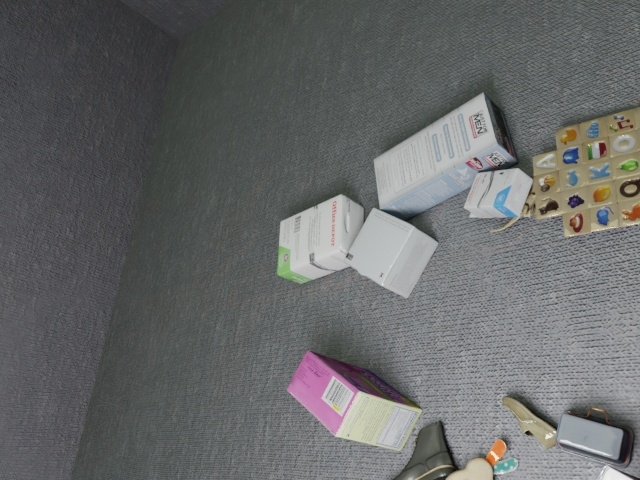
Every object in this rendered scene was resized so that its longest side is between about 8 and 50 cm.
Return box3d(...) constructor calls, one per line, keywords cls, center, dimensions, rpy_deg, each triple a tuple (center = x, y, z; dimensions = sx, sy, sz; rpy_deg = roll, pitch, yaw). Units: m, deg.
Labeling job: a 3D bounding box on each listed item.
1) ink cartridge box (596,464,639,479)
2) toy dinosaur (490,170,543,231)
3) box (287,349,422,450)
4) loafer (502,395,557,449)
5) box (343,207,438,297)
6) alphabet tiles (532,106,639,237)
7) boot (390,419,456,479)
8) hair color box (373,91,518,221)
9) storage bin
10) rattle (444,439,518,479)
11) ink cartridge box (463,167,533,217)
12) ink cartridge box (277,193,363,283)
box3d(cls="ink cartridge box", center=(0.549, 0.453, 0.973), dimensions=(0.159, 0.218, 0.092), rpy_deg=(23, 86, 50))
box3d(cls="toy dinosaur", center=(0.499, -0.078, 1.473), dimensions=(0.183, 0.053, 0.092), rpy_deg=(-58, 25, 6))
box3d(cls="box", center=(0.083, 0.391, 1.490), dimensions=(0.214, 0.243, 0.117), rpy_deg=(28, 90, 51))
box3d(cls="loafer", center=(0.432, 0.378, 1.267), dimensions=(0.050, 0.056, 0.148), rpy_deg=(-55, 39, -1))
box3d(cls="box", center=(0.192, 0.032, 1.673), dimensions=(0.181, 0.119, 0.181), rpy_deg=(32, 93, 50))
box3d(cls="alphabet tiles", center=(0.645, -0.156, 1.338), dimensions=(0.343, 0.011, 0.285), rpy_deg=(-13, 60, 33))
box3d(cls="boot", center=(0.221, 0.517, 1.420), dimensions=(0.198, 0.077, 0.137), rpy_deg=(-29, 41, 24))
box3d(cls="hair color box", center=(0.330, -0.219, 1.671), dimensions=(0.374, 0.114, 0.185), rpy_deg=(-29, 50, 35))
box3d(cls="storage bin", center=(0.510, 0.363, 1.139), dimensions=(0.135, 0.091, 0.098), rpy_deg=(10, 75, 31))
box3d(cls="rattle", center=(0.331, 0.527, 1.316), dimensions=(0.130, 0.142, 0.199), rpy_deg=(24, 70, 19))
box3d(cls="ink cartridge box", center=(0.427, -0.114, 1.512), dimensions=(0.180, 0.060, 0.104), rpy_deg=(1, 66, 63))
box3d(cls="ink cartridge box", center=(0.000, 0.000, 1.901), dimensions=(0.273, 0.115, 0.198), rpy_deg=(-21, 55, 39))
